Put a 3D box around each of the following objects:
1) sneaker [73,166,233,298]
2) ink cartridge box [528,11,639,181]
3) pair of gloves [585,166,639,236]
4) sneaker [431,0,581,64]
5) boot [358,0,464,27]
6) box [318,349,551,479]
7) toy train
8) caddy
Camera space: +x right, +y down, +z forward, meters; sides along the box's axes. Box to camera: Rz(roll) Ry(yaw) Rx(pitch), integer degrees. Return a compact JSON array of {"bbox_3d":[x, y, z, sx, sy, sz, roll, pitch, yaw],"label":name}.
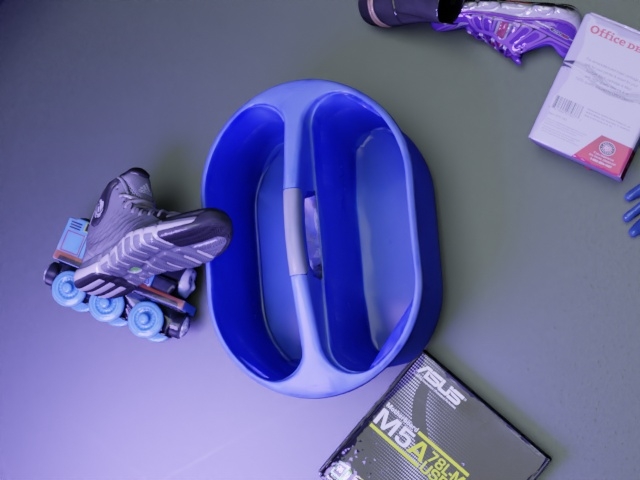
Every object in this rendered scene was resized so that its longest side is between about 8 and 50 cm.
[{"bbox_3d":[-0.185,-0.030,1.821,0.228,0.086,0.132,-21,56,37],"label":"sneaker"},{"bbox_3d":[0.307,-0.154,1.810,0.109,0.063,0.150,26,93,14],"label":"ink cartridge box"},{"bbox_3d":[0.372,-0.094,1.836,0.159,0.023,0.198,-38,80,9],"label":"pair of gloves"},{"bbox_3d":[0.201,-0.231,1.857,0.169,0.068,0.071,8,101,15],"label":"sneaker"},{"bbox_3d":[0.117,-0.330,1.840,0.137,0.076,0.198,15,104,51],"label":"boot"},{"bbox_3d":[0.126,0.249,1.858,0.190,0.045,0.184,41,97,10],"label":"box"},{"bbox_3d":[-0.225,0.047,1.924,0.184,0.080,0.105,21,86,12],"label":"toy train"},{"bbox_3d":[0.000,0.000,1.807,0.241,0.179,0.341,-8,81,20],"label":"caddy"}]
